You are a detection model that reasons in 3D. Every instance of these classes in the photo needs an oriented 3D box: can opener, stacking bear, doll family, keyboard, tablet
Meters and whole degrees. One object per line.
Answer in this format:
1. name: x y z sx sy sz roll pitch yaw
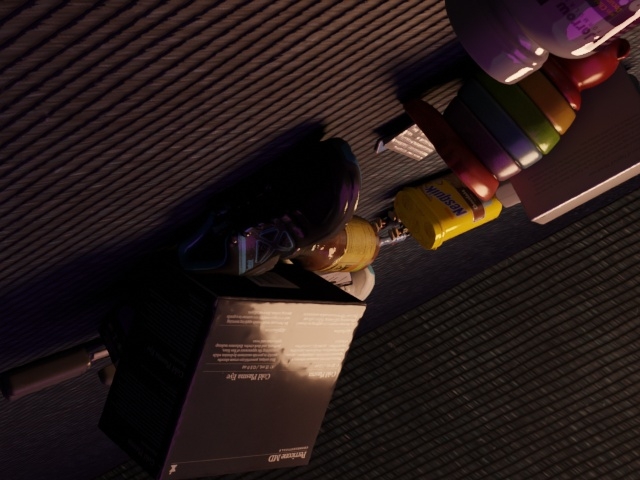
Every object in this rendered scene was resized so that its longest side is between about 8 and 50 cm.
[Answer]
1. can opener: -0.454 0.243 2.080 0.280 0.093 0.074 -14 165 -29
2. stacking bear: 0.291 -0.205 1.553 0.289 0.175 0.164 -41 136 11
3. doll family: 0.174 -0.033 2.239 0.111 0.076 0.193 -21 180 -25
4. keyboard: 0.158 -0.159 1.770 0.072 0.014 0.256 -28 172 15
5. tablet: 0.126 -0.163 1.737 0.083 0.006 0.054 -25 168 -10

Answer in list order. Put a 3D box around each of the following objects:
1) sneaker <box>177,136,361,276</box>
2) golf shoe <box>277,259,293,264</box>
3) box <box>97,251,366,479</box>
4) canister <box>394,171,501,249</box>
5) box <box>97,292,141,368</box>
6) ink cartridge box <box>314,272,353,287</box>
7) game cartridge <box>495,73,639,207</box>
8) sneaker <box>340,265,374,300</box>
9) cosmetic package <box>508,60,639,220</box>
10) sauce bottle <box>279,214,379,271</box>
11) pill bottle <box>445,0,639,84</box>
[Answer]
1. sneaker: -0.073 -0.031 1.602 0.140 0.125 0.341 -7 156 -44
2. golf shoe: -0.081 0.053 2.042 0.069 0.086 0.176 -27 170 -6
3. box: -0.141 0.203 1.818 0.343 0.179 0.312 7 107 -47
4. canister: 0.244 -0.067 2.112 0.170 0.126 0.073 -23 151 -28
5. box: -0.232 0.165 2.003 0.270 0.165 0.143 -16 164 -38
6. ink cartridge box: -0.044 0.075 2.172 0.207 0.046 0.097 -13 159 2
7. game cartridge: 0.448 -0.179 2.022 0.297 0.062 0.198 -33 -166 28
8. sneaker: 0.028 0.123 2.579 0.229 0.087 0.092 -35 164 28
9. cosmetic package: 0.374 -0.174 1.680 0.224 0.224 0.138 -29 168 16
10. sauce bottle: 0.000 0.000 1.929 0.111 0.111 0.344 -30 166 19
11. pill bottle: 0.277 -0.288 1.113 0.301 0.169 0.169 -35 166 34
